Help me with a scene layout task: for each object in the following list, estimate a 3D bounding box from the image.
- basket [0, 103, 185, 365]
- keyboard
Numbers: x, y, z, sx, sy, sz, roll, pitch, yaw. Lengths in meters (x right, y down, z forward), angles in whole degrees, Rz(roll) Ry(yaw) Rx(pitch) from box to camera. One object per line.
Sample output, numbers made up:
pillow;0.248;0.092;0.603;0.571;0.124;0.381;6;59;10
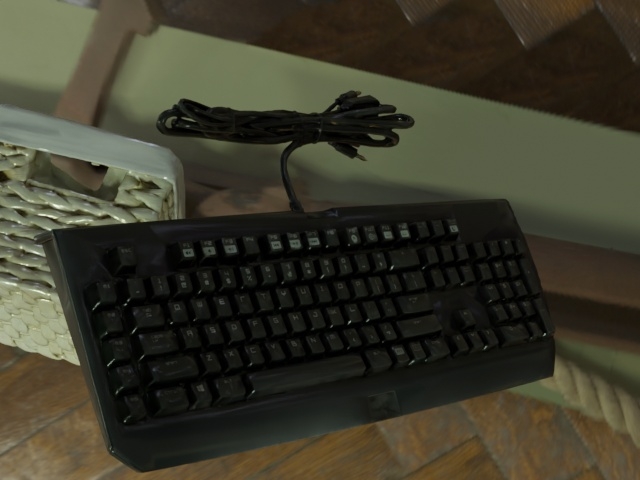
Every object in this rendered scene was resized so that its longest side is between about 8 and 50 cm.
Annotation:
basket;-0.150;0.008;0.708;0.113;0.167;0.103;15;68;-1
keyboard;0.000;0.000;0.615;0.033;0.317;0.202;-40;65;42
